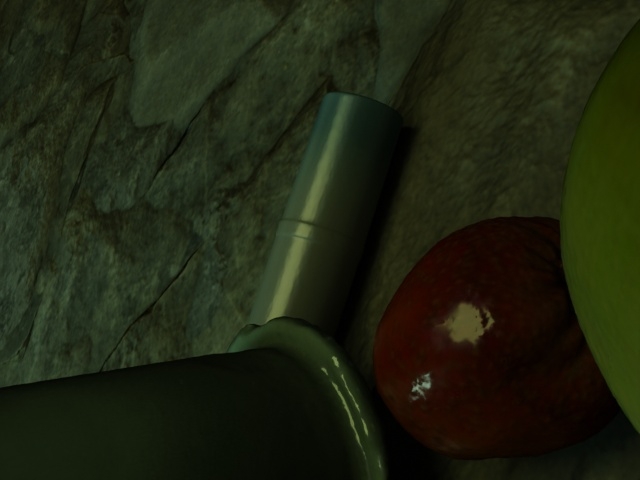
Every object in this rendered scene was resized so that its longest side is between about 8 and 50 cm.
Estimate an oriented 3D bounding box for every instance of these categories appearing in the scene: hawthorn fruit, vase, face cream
[{"bbox_3d":[0.083,0.081,0.788,0.285,0.165,0.165,-29,48,53],"label":"hawthorn fruit"},{"bbox_3d":[-0.129,0.189,0.815,0.245,0.291,0.244,10,103,54],"label":"vase"},{"bbox_3d":[0.000,0.000,1.003,0.077,0.077,0.250,7,76,55],"label":"face cream"}]

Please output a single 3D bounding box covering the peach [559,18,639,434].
[{"bbox_3d":[0.262,-0.005,0.473,0.314,0.282,0.315,-41,50,23],"label":"peach"}]
